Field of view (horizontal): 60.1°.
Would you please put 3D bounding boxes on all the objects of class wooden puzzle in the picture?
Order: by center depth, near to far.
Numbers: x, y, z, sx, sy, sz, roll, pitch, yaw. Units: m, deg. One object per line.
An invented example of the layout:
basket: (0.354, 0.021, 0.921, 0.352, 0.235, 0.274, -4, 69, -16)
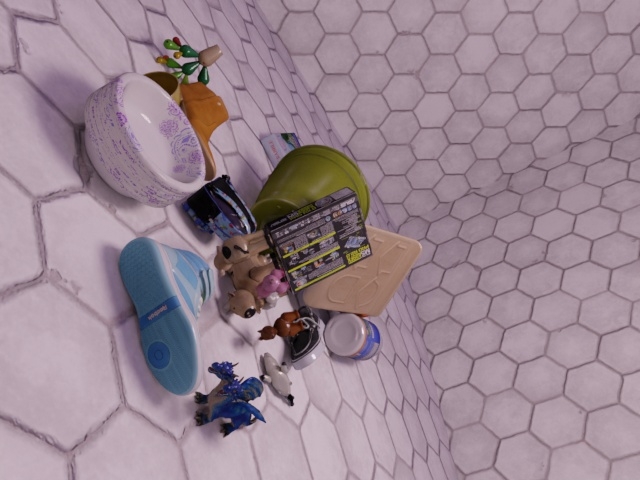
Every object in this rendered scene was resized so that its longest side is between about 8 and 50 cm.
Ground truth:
wooden puzzle: (0.136, 0.094, 1.837, 0.347, 0.322, 0.080, 17, 21, -40)

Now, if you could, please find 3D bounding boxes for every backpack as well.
backpack: (-0.254, -0.068, 1.445, 0.173, 0.116, 0.158, 52, 17, -8)

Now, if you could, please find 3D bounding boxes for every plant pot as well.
plant pot: (-0.415, -0.352, 1.414, 0.095, 0.134, 0.134, 83, -3, -51)
plant pot: (-0.064, -0.083, 1.776, 0.367, 0.366, 0.353, 61, 30, -13)

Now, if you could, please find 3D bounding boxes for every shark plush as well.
shark plush: (-0.100, 0.368, 1.465, 0.161, 0.073, 0.067, 53, -10, -22)

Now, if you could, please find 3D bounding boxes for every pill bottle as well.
pill bottle: (0.133, 0.355, 2.010, 0.272, 0.152, 0.153, 33, 36, -61)

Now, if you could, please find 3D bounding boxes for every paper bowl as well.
paper bowl: (-0.393, -0.205, 1.206, 0.284, 0.148, 0.284, 56, 19, -31)

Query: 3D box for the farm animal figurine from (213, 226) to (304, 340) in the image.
farm animal figurine: (-0.180, 0.098, 1.398, 0.327, 0.172, 0.331, -122, -167, -62)

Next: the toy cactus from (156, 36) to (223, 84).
toy cactus: (-0.380, -0.529, 1.672, 0.219, 0.180, 0.112, 59, -3, -35)

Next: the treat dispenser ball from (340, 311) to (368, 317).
treat dispenser ball: (0.143, 0.147, 2.091, 0.288, 0.288, 0.288, 55, 20, -30)

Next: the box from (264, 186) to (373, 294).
box: (0.000, 0.000, 1.565, 0.060, 0.269, 0.217, 43, -24, 57)

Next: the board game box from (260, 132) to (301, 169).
board game box: (-0.108, -0.298, 2.337, 0.319, 0.065, 0.318, 64, 17, -5)

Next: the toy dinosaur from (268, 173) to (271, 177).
toy dinosaur: (-0.171, -0.215, 2.118, 0.082, 0.047, 0.090, 60, -18, 13)

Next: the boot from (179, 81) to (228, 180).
boot: (-0.324, -0.321, 1.568, 0.295, 0.104, 0.211, 58, 38, -1)

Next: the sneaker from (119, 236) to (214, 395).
sneaker: (-0.270, 0.146, 1.131, 0.208, 0.127, 0.319, 12, 56, -68)

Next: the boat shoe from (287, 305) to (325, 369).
boat shoe: (-0.049, 0.275, 1.644, 0.105, 0.113, 0.306, 55, 16, -10)

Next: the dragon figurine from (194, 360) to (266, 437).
dragon figurine: (-0.162, 0.340, 1.151, 0.289, 0.143, 0.085, 47, 25, -46)
